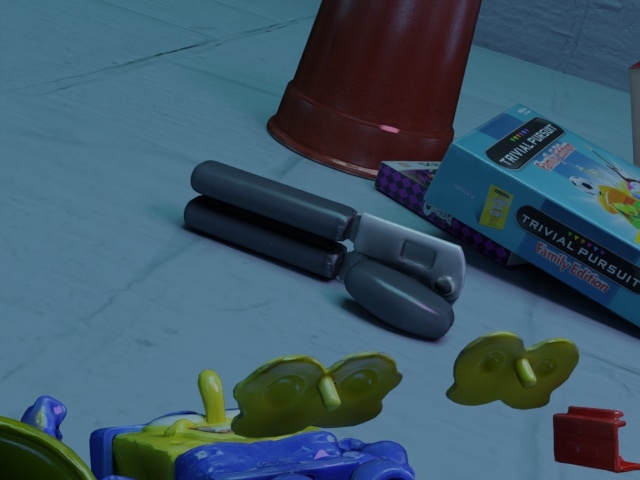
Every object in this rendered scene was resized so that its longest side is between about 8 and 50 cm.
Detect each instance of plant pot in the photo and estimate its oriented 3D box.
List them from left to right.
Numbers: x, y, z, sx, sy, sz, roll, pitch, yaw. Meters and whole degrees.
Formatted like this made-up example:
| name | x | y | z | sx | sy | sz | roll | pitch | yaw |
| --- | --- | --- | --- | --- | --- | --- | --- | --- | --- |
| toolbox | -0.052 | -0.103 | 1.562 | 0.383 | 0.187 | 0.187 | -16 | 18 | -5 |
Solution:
| name | x | y | z | sx | sy | sz | roll | pitch | yaw |
| --- | --- | --- | --- | --- | --- | --- | --- | --- | --- |
| plant pot | 0.090 | -0.247 | 1.324 | 0.272 | 0.265 | 0.272 | 15 | 20 | -6 |

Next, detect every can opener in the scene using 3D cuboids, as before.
| name | x | y | z | sx | sy | sz | roll | pitch | yaw |
| --- | --- | --- | --- | --- | --- | --- | --- | --- | --- |
| can opener | 0.000 | 0.000 | 0.878 | 0.280 | 0.074 | 0.093 | 22 | 21 | 16 |

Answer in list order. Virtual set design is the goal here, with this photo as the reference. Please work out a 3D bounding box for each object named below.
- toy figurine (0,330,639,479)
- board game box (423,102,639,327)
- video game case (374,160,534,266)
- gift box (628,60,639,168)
| name | x | y | z | sx | sy | sz | roll | pitch | yaw |
| --- | --- | --- | --- | --- | --- | --- | --- | --- | --- |
| toy figurine | -0.062 | 0.146 | 0.433 | 0.362 | 0.191 | 0.217 | -3 | -4 | -27 |
| board game box | 0.316 | -0.024 | 1.078 | 0.336 | 0.079 | 0.254 | 32 | 29 | 15 |
| video game case | 0.218 | -0.039 | 1.198 | 0.210 | 0.042 | 0.232 | -4 | 28 | -40 |
| gift box | 0.569 | -0.143 | 1.379 | 0.255 | 0.258 | 0.276 | 5 | 22 | 39 |
